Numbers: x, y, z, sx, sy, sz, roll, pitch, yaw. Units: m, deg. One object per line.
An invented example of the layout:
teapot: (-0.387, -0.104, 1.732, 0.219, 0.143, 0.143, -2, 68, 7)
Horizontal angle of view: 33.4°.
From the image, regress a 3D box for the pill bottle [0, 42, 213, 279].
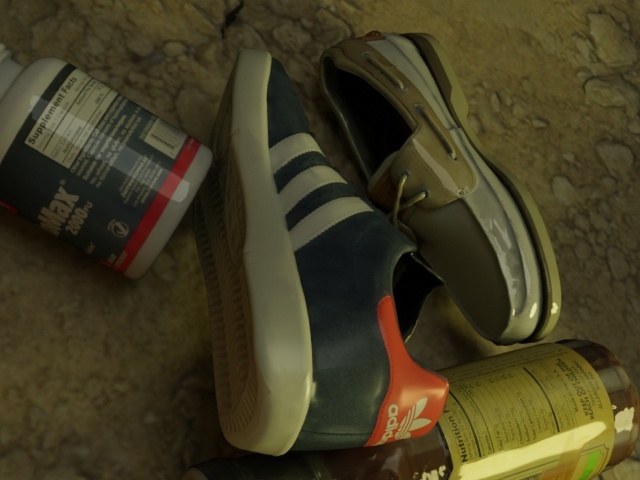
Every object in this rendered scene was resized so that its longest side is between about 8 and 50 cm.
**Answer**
pill bottle: (-0.175, -0.061, 0.724, 0.180, 0.108, 0.108, 31, 52, -10)

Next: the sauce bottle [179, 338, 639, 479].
sauce bottle: (0.069, 0.149, 0.741, 0.344, 0.111, 0.111, -9, 68, -30)

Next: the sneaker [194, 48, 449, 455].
sneaker: (0.000, 0.000, 0.738, 0.148, 0.131, 0.350, 7, 45, -17)

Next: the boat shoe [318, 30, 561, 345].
boat shoe: (0.085, -0.043, 0.865, 0.103, 0.113, 0.302, -6, 56, -30)
